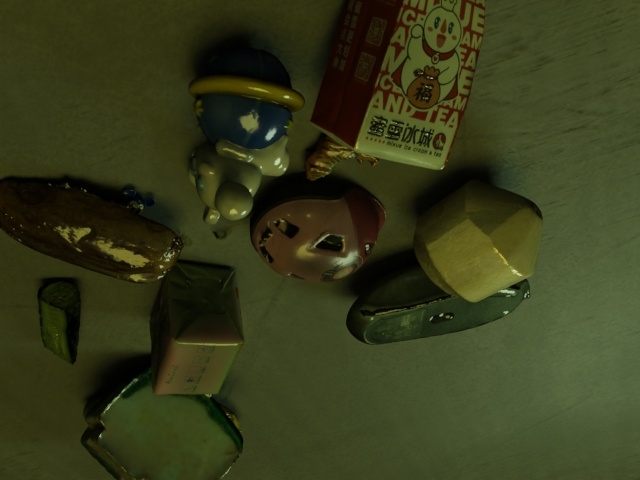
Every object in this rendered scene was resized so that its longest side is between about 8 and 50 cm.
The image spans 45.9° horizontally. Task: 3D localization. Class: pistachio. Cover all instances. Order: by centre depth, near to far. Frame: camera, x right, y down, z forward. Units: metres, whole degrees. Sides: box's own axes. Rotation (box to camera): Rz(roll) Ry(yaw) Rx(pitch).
[{"bbox_3d":[-0.244,0.424,1.833,0.090,0.049,0.173,-6,149,34],"label":"pistachio"}]

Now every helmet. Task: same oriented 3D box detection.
[{"bbox_3d":[0.000,0.000,1.323,0.253,0.154,0.198,23,129,-27],"label":"helmet"}]

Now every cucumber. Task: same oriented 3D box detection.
[{"bbox_3d":[-0.497,0.157,1.466,0.078,0.062,0.211,28,142,7],"label":"cucumber"}]

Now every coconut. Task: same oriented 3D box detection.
[{"bbox_3d":[0.286,-0.005,1.335,0.222,0.202,0.202,-32,135,27],"label":"coconut"}]

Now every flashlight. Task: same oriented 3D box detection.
[{"bbox_3d":[-0.333,-0.040,1.285,0.057,0.035,0.121,23,129,-35],"label":"flashlight"}]

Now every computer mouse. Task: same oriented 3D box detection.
[{"bbox_3d":[0.229,0.109,1.519,0.374,0.114,0.203,-9,146,-8],"label":"computer mouse"}]

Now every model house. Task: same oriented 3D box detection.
[{"bbox_3d":[-0.381,0.441,1.696,0.298,0.243,0.284,50,143,-11],"label":"model house"}]

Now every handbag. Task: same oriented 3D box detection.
[{"bbox_3d":[0.120,-0.262,1.038,0.171,0.151,0.298,8,108,-32],"label":"handbag"}]

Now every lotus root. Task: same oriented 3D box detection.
[{"bbox_3d":[-0.396,-0.003,1.248,0.330,0.078,0.167,18,132,-15],"label":"lotus root"}]

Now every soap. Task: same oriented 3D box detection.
[{"bbox_3d":[-0.240,0.171,1.438,0.139,0.182,0.199,8,137,-21],"label":"soap"}]

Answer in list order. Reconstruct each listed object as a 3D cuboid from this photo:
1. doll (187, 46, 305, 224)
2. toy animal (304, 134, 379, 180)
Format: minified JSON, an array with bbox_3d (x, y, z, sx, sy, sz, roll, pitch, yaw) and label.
[{"bbox_3d":[-0.117,-0.148,1.109,0.160,0.242,0.311,-5,-179,-22],"label":"doll"},{"bbox_3d":[0.059,-0.171,1.204,0.099,0.056,0.241,14,134,-26],"label":"toy animal"}]
